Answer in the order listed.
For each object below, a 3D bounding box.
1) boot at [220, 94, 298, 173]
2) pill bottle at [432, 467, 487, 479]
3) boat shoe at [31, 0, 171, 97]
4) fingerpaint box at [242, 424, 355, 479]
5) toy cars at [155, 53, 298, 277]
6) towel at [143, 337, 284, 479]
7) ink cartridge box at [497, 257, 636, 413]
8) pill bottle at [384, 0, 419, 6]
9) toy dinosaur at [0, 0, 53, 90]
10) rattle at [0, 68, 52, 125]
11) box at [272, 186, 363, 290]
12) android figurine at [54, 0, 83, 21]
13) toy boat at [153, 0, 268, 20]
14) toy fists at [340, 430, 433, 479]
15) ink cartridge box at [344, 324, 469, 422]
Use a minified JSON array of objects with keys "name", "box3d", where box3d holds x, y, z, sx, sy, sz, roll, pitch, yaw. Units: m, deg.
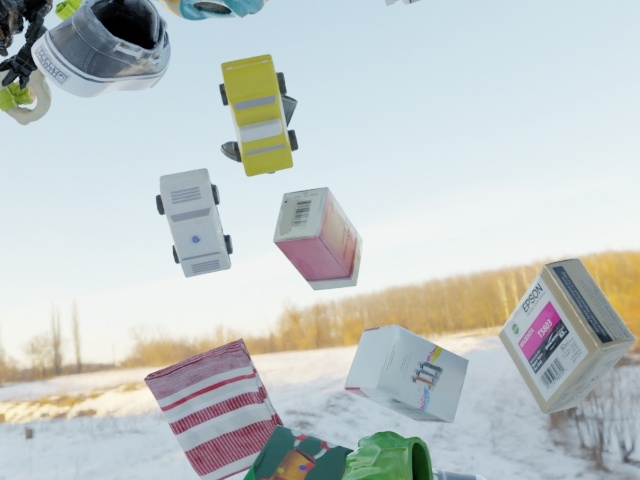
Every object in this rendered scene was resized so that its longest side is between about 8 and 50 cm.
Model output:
[{"name":"boot","box3d":[-0.164,-0.299,1.838,0.189,0.209,0.076,21,28,16]},{"name":"pill bottle","box3d":[0.284,0.639,1.631,0.360,0.204,0.204,6,-9,7]},{"name":"boat shoe","box3d":[-0.235,-0.253,0.857,0.102,0.108,0.301,-39,8,18]},{"name":"fingerpaint box","box3d":[-0.097,0.610,1.179,0.163,0.445,0.371,15,28,15]},{"name":"toy cars","box3d":[-0.146,-0.095,1.095,0.176,0.394,0.087,26,21,-19]},{"name":"towel","box3d":[-0.226,0.402,1.604,0.237,0.329,0.037,-21,22,0]},{"name":"ink cartridge box","box3d":[0.452,0.182,1.320,0.088,0.193,0.235,-8,-40,-21]},{"name":"pill bottle","box3d":[0.263,-0.713,1.931,0.193,0.108,0.108,-15,-11,10]},{"name":"toy dinosaur","box3d":[-0.520,-0.399,1.175,0.164,0.218,0.322,31,-52,-33]},{"name":"rattle","box3d":[-0.590,-0.346,1.490,0.199,0.130,0.142,-44,-4,28]},{"name":"box","box3d":[0.000,0.000,1.717,0.126,0.149,0.232,-7,-36,25]},{"name":"android figurine","box3d":[-0.522,-0.596,1.676,0.056,0.248,0.273,23,-18,40]},{"name":"toy boat","box3d":[-0.261,-0.492,1.320,0.267,0.148,0.318,9,-2,25]},{"name":"toy fists","box3d":[0.109,0.440,1.087,0.142,0.279,0.096,-17,-21,33]},{"name":"ink cartridge box","box3d":[0.163,0.253,1.318,0.176,0.127,0.128,28,-22,-18]}]
